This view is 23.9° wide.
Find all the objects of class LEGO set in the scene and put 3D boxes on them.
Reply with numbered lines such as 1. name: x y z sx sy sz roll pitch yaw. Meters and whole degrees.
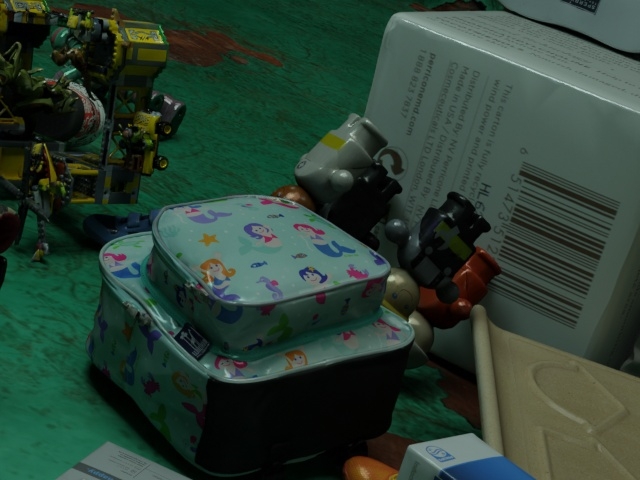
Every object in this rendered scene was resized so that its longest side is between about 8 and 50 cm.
1. LEGO set: -0.326 -0.148 1.575 0.192 0.255 0.331 -2 23 -44

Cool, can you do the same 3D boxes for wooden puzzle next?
1. wooden puzzle: 0.279 0.212 1.314 0.347 0.080 0.322 24 22 -7

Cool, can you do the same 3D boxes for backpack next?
1. backpack: -0.073 0.067 1.287 0.225 0.191 0.253 -11 27 -39

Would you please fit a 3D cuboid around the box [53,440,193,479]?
1. box: -0.134 0.212 1.045 0.145 0.038 0.186 22 20 15

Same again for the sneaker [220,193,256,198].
1. sneaker: 0.000 0.000 1.688 0.227 0.087 0.130 1 26 -33

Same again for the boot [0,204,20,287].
1. boot: -0.369 -0.065 1.223 0.284 0.377 0.138 27 -23 13

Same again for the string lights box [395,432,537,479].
1. string lights box: 0.152 0.255 1.022 0.076 0.133 0.259 -2 26 -45

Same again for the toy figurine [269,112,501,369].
1. toy figurine: 0.053 0.006 1.436 0.213 0.148 0.209 42 -7 18

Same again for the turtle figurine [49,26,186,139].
1. turtle figurine: -0.297 -0.219 2.010 0.234 0.118 0.175 31 22 20

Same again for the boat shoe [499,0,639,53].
1. boat shoe: 0.297 -0.287 1.723 0.267 0.096 0.088 29 18 35

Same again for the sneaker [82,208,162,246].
1. sneaker: -0.179 -0.011 1.599 0.144 0.059 0.053 14 21 -8

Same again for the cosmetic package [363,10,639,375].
1. cosmetic package: 0.257 -0.051 1.671 0.327 0.329 0.393 25 19 26

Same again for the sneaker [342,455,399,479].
1. sneaker: 0.091 0.211 1.197 0.175 0.067 0.064 28 23 33

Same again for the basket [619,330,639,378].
1. basket: 0.522 0.072 1.581 0.266 0.331 0.328 32 23 22

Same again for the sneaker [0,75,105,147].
1. sneaker: -0.394 -0.167 1.822 0.270 0.090 0.145 12 3 11
